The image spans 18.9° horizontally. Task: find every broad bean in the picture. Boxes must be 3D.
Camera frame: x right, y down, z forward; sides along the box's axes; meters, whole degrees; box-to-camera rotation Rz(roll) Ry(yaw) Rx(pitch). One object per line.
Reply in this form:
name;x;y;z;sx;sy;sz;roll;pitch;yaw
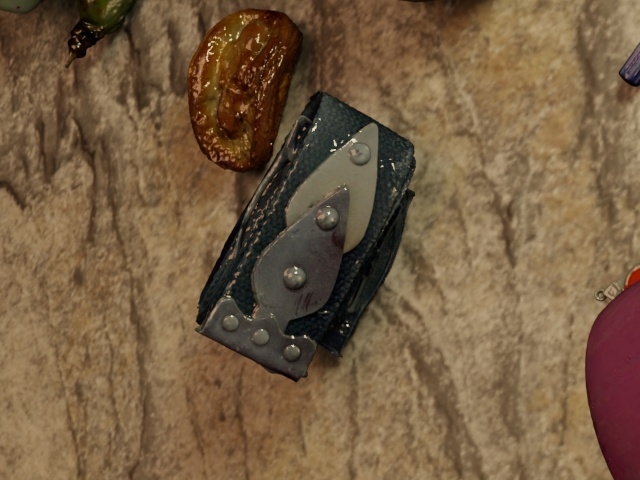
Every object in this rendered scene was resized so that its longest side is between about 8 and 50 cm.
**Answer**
broad bean;-0.177;-0.322;1.840;0.077;0.061;0.339;29;101;37

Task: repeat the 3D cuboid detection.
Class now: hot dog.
hot dog;-0.066;-0.133;1.685;0.099;0.065;0.147;16;89;35

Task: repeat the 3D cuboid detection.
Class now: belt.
belt;-0.001;-0.001;1.554;0.218;0.128;0.122;-62;9;10

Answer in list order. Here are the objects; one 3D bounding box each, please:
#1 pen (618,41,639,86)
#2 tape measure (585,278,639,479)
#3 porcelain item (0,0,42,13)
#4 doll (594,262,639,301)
pen;0.282;-0.198;1.393;0.204;0.025;0.025;-56;48;18
tape measure;0.270;0.124;1.183;0.149;0.231;0.245;-31;56;35
porcelain item;-0.318;-0.377;1.895;0.281;0.157;0.286;30;100;59
doll;0.248;0.031;1.358;0.114;0.039;0.057;-7;107;30
